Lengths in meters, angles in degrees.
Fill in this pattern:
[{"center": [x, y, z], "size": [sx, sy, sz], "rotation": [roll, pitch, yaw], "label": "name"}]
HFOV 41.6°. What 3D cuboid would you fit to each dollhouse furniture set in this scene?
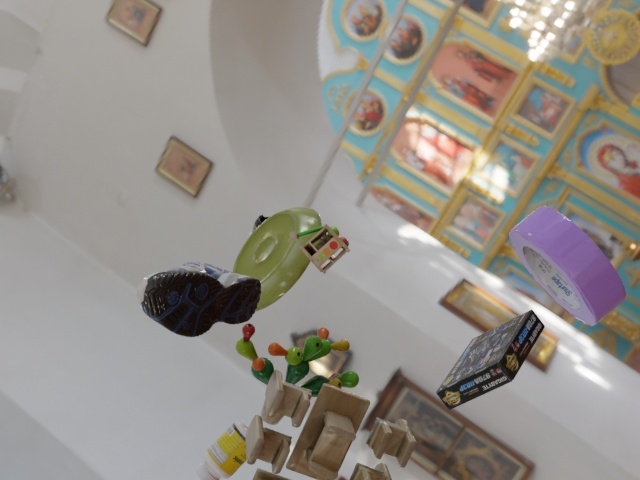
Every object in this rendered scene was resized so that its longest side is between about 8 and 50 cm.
[{"center": [-0.012, 0.323, 1.246], "size": [0.161, 0.212, 0.242], "rotation": [-115, 48, -77], "label": "dollhouse furniture set"}]

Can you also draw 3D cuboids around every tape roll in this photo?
[{"center": [0.542, 0.056, 1.862], "size": [0.090, 0.275, 0.275], "rotation": [-40, -18, -4], "label": "tape roll"}]

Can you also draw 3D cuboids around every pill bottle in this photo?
[{"center": [-0.167, 0.385, 1.510], "size": [0.116, 0.065, 0.065], "rotation": [-44, -17, -3], "label": "pill bottle"}]

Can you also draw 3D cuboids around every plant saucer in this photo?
[{"center": [-0.096, 0.026, 1.627], "size": [0.241, 0.037, 0.241], "rotation": [-36, 31, 26], "label": "plant saucer"}]

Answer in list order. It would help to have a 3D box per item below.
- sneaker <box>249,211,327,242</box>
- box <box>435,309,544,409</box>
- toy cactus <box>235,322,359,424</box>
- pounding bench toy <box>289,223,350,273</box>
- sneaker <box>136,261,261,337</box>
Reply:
[{"center": [-0.069, -0.022, 1.830], "size": [0.075, 0.170, 0.063], "rotation": [97, 178, -48], "label": "sneaker"}, {"center": [0.354, 0.245, 1.747], "size": [0.175, 0.051, 0.220], "rotation": [-36, 3, 40], "label": "box"}, {"center": [-0.053, 0.220, 1.387], "size": [0.219, 0.112, 0.180], "rotation": [16, -64, -26], "label": "toy cactus"}, {"center": [0.000, 0.000, 1.334], "size": [0.065, 0.083, 0.052], "rotation": [-43, -9, 1], "label": "pounding bench toy"}, {"center": [-0.157, 0.067, 1.017], "size": [0.211, 0.081, 0.080], "rotation": [13, -86, -64], "label": "sneaker"}]
